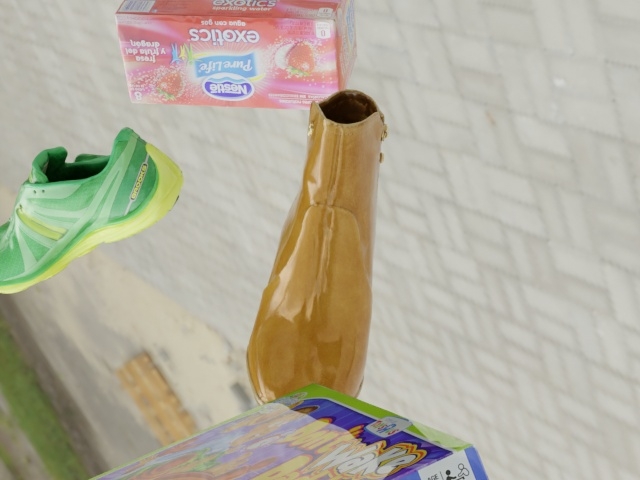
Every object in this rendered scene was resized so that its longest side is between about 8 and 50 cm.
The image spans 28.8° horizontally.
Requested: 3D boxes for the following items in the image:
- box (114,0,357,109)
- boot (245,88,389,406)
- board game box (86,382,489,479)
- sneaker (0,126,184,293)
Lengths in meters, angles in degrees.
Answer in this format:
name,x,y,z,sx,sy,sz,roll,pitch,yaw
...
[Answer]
name,x,y,z,sx,sy,sz,roll,pitch,yaw
box,-0.109,-0.279,1.699,0.300,0.154,0.142,3,128,10
boot,0.001,0.000,1.067,0.295,0.104,0.211,-82,-1,-62
board game box,-0.056,0.177,0.728,0.347,0.233,0.078,173,75,-77
sneaker,-0.289,-0.039,1.372,0.123,0.295,0.109,55,-158,-22
